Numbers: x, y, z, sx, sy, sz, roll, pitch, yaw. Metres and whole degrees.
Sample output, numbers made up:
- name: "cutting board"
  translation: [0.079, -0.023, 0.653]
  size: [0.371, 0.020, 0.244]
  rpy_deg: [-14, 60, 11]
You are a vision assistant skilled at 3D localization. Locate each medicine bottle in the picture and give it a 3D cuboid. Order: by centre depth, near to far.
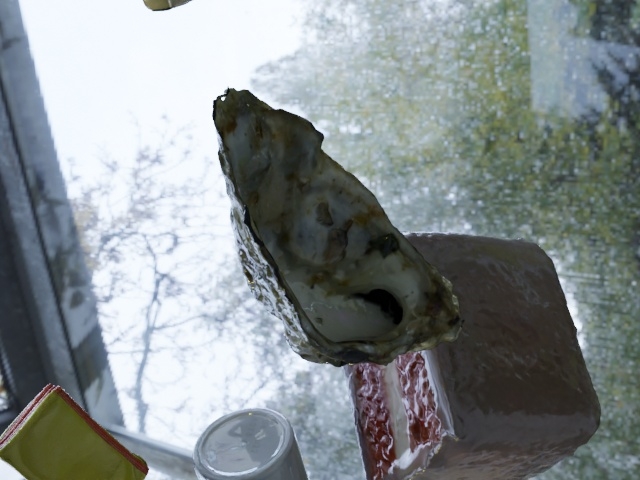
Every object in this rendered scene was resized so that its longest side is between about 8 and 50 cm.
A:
- name: "medicine bottle"
  translation: [-0.059, 0.381, 1.179]
  size: [0.130, 0.130, 0.340]
  rpy_deg: [-47, -45, -40]

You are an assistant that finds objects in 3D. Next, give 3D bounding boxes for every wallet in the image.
- name: "wallet"
  translation: [-0.382, 0.339, 1.399]
  size: [0.141, 0.067, 0.241]
  rpy_deg: [-54, -54, -27]

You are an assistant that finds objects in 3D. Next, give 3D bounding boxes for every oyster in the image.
- name: "oyster"
  translation: [0.001, -0.003, 0.747]
  size: [0.166, 0.094, 0.294]
  rpy_deg: [-41, -71, -32]

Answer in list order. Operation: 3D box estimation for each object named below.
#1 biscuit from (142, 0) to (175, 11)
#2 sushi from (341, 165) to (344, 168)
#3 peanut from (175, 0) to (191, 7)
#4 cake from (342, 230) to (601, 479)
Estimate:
- name: "biscuit"
  translation: [-0.277, -0.462, 1.487]
  size: [0.188, 0.056, 0.052]
  rpy_deg: [83, -173, -53]
- name: "sushi"
  translation: [0.054, -0.015, 1.521]
  size: [0.103, 0.097, 0.225]
  rpy_deg: [7, -106, -78]
- name: "peanut"
  translation: [-0.216, -0.475, 1.625]
  size: [0.207, 0.087, 0.087]
  rpy_deg: [-23, -63, -17]
- name: "cake"
  translation: [0.172, 0.157, 1.151]
  size: [0.230, 0.237, 0.308]
  rpy_deg: [1, -120, -26]
